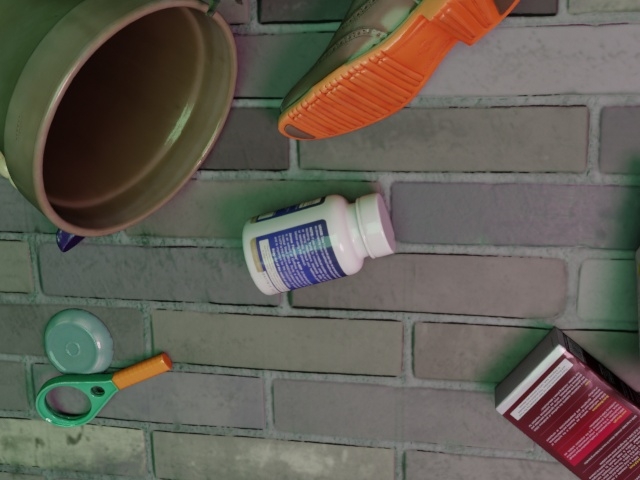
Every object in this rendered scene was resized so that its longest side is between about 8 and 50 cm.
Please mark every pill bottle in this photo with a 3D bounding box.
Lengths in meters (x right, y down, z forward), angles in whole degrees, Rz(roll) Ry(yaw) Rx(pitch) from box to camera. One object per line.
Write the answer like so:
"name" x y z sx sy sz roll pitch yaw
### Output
"pill bottle" 0.000 0.000 1.028 0.186 0.112 0.112 -15 100 15

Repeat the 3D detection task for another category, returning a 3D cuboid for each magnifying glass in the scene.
"magnifying glass" -0.337 0.228 1.186 0.230 0.026 0.092 -24 118 10

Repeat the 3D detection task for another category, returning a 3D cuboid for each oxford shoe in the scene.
"oxford shoe" 0.081 -0.260 0.967 0.363 0.130 0.133 -34 62 23

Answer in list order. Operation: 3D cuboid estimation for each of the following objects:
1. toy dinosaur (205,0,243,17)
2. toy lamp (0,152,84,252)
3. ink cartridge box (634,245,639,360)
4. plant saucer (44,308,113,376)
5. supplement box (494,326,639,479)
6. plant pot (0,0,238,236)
"toy dinosaur" -0.054 -0.338 0.941 0.268 0.118 0.064 -34 117 -22
"toy lamp" -0.451 -0.100 1.117 0.275 0.080 0.080 45 107 -2
"ink cartridge box" 0.538 0.086 0.914 0.303 0.072 0.308 3 76 2
"plant saucer" -0.382 0.166 1.192 0.119 0.021 0.120 3 104 12
"supplement box" 0.368 0.246 1.030 0.239 0.073 0.130 40 108 1
"plant pot" -0.315 -0.210 0.965 0.280 0.323 0.323 33 108 19
